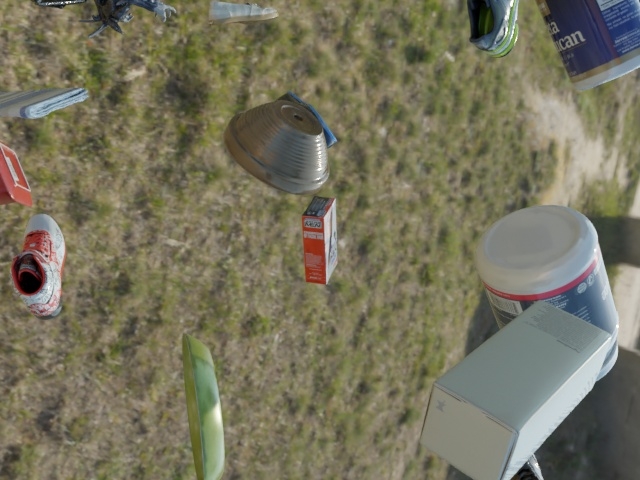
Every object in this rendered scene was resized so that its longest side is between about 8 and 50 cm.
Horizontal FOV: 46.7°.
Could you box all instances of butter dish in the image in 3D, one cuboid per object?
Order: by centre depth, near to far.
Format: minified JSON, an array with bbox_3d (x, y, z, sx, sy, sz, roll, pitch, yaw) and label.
[{"bbox_3d":[-0.721,-0.136,1.621,0.160,0.118,0.160,133,-66,-83],"label":"butter dish"}]

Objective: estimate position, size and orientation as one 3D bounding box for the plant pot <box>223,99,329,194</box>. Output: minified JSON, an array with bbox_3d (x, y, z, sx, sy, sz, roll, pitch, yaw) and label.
[{"bbox_3d":[-0.071,-0.210,1.529,0.237,0.237,0.109,-25,155,-54],"label":"plant pot"}]

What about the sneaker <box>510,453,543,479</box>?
[{"bbox_3d":[0.318,0.368,1.116,0.066,0.188,0.071,-23,167,-10],"label":"sneaker"}]

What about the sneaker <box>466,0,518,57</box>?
[{"bbox_3d":[0.400,-0.579,1.709,0.121,0.111,0.299,-8,100,-50],"label":"sneaker"}]

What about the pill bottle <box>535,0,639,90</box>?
[{"bbox_3d":[0.286,-0.256,0.800,0.094,0.094,0.169,-34,100,-50],"label":"pill bottle"}]

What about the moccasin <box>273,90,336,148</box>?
[{"bbox_3d":[-0.059,-0.303,2.025,0.117,0.342,0.137,-37,118,-4],"label":"moccasin"}]

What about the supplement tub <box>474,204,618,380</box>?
[{"bbox_3d":[0.379,0.095,1.224,0.191,0.191,0.272,-54,131,-34],"label":"supplement tub"}]

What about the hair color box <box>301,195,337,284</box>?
[{"bbox_3d":[0.000,0.000,1.601,0.093,0.053,0.167,-60,152,-54],"label":"hair color box"}]

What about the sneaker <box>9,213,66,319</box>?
[{"bbox_3d":[-0.636,0.032,1.670,0.145,0.090,0.270,94,-14,-64],"label":"sneaker"}]

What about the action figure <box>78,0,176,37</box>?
[{"bbox_3d":[-0.368,-0.516,1.517,0.276,0.164,0.141,-43,149,22],"label":"action figure"}]

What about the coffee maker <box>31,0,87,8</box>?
[{"bbox_3d":[-0.379,-0.401,0.947,0.120,0.178,0.171,-44,178,8],"label":"coffee maker"}]

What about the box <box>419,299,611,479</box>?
[{"bbox_3d":[0.243,0.176,0.902,0.275,0.113,0.094,-23,131,-44],"label":"box"}]

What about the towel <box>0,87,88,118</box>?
[{"bbox_3d":[-0.709,-0.312,1.713,0.209,0.285,0.034,-48,135,-58],"label":"towel"}]

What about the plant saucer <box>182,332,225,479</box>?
[{"bbox_3d":[-0.175,0.256,1.113,0.037,0.241,0.240,-6,113,-16],"label":"plant saucer"}]

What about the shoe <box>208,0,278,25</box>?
[{"bbox_3d":[-0.196,-0.589,1.910,0.219,0.077,0.058,-19,104,-42],"label":"shoe"}]
